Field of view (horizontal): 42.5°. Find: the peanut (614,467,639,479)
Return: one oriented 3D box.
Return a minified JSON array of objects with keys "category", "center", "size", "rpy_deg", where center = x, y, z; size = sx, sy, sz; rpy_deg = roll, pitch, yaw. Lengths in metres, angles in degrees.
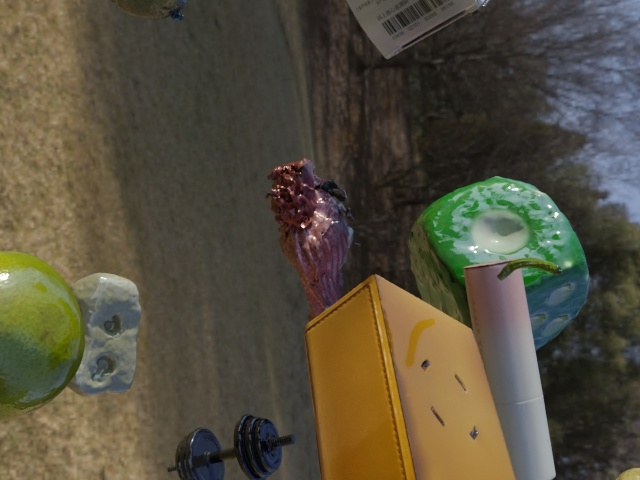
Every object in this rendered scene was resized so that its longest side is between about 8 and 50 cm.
[{"category":"peanut","center":[0.484,0.468,1.354],"size":[0.098,0.229,0.103],"rpy_deg":[47,8,26]}]

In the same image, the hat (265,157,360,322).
[{"category":"hat","center":[0.000,0.000,1.132],"size":[0.286,0.107,0.237],"rpy_deg":[69,13,-45]}]

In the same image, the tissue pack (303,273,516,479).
[{"category":"tissue pack","center":[0.098,0.212,0.939],"size":[0.194,0.145,0.275],"rpy_deg":[29,37,-33]}]

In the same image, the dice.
[{"category":"dice","center":[0.362,0.069,1.714],"size":[0.300,0.287,0.297],"rpy_deg":[79,-14,-52]}]

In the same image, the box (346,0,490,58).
[{"category":"box","center":[0.180,-0.427,1.206],"size":[0.145,0.173,0.333],"rpy_deg":[50,47,-19]}]

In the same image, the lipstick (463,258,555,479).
[{"category":"lipstick","center":[0.282,0.194,1.233],"size":[0.087,0.087,0.327],"rpy_deg":[23,58,-87]}]

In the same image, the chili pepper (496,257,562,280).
[{"category":"chili pepper","center":[0.264,0.036,1.036],"size":[0.017,0.083,0.030],"rpy_deg":[49,50,-46]}]

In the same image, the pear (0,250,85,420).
[{"category":"pear","center":[-0.348,0.113,0.844],"size":[0.216,0.166,0.180],"rpy_deg":[-51,140,-33]}]

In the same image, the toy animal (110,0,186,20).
[{"category":"toy animal","center":[-0.274,-0.365,1.225],"size":[0.253,0.079,0.070],"rpy_deg":[20,-84,51]}]

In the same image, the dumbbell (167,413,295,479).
[{"category":"dumbbell","center":[-0.132,0.311,1.198],"size":[0.099,0.208,0.099],"rpy_deg":[-18,90,-72]}]

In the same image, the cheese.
[{"category":"cheese","center":[-0.497,0.180,1.774],"size":[0.247,0.173,0.251],"rpy_deg":[16,-81,47]}]
